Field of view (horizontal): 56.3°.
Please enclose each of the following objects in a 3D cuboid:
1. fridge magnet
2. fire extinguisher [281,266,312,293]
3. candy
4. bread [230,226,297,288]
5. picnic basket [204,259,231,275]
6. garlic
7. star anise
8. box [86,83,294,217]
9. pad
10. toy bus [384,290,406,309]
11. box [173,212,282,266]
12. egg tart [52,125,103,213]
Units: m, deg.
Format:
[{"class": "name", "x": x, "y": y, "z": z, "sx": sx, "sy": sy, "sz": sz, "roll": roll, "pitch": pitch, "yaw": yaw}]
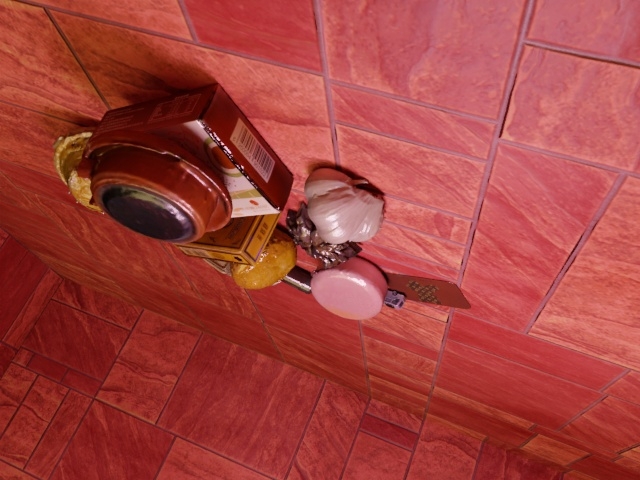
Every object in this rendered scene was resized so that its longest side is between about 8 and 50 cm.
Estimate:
[{"class": "fridge magnet", "x": -0.381, "y": -0.114, "z": 1.395, "sx": 0.363, "sy": 0.155, "sz": 0.364, "roll": 12, "pitch": 151, "yaw": 7}, {"class": "fire extinguisher", "x": -0.097, "y": 0.134, "z": 2.133, "sx": 0.267, "sy": 0.072, "sz": 0.089, "roll": 27, "pitch": 136, "yaw": -5}, {"class": "candy", "x": 0.084, "y": 0.145, "z": 1.894, "sx": 0.255, "sy": 0.094, "sz": 0.255, "roll": 15, "pitch": 140, "yaw": 13}, {"class": "bread", "x": -0.185, "y": 0.056, "z": 1.895, "sx": 0.139, "sy": 0.239, "sz": 0.240, "roll": 53, "pitch": 171, "yaw": 29}, {"class": "picnic basket", "x": -0.300, "y": 0.024, "z": 1.969, "sx": 0.115, "sy": 0.164, "sz": 0.079, "roll": 32, "pitch": 170, "yaw": 21}, {"class": "garlic", "x": 0.049, "y": -0.070, "z": 1.474, "sx": 0.229, "sy": 0.143, "sz": 0.178, "roll": 44, "pitch": 153, "yaw": -20}, {"class": "star anise", "x": 0.001, "y": 0.001, "z": 1.721, "sx": 0.236, "sy": 0.109, "sz": 0.223, "roll": 34, "pitch": 151, "yaw": -18}, {"class": "box", "x": -0.319, "y": -0.197, "z": 1.504, "sx": 0.385, "sy": 0.122, "sz": 0.344, "roll": -3, "pitch": 145, "yaw": 32}, {"class": "pad", "x": 0.323, "y": 0.157, "z": 1.864, "sx": 0.267, "sy": 0.004, "sz": 0.181, "roll": 6, "pitch": 151, "yaw": 38}, {"class": "toy bus", "x": 0.213, "y": 0.186, "z": 1.966, "sx": 0.130, "sy": 0.052, "sz": 0.037, "roll": 17, "pitch": 155, "yaw": 32}, {"class": "box", "x": -0.283, "y": -0.038, "z": 1.795, "sx": 0.301, "sy": 0.193, "sz": 0.084, "roll": 6, "pitch": 152, "yaw": 37}, {"class": "egg tart", "x": -0.644, "y": -0.186, "z": 1.799, "sx": 0.341, "sy": 0.132, "sz": 0.342, "roll": 5, "pitch": 135, "yaw": 5}]
